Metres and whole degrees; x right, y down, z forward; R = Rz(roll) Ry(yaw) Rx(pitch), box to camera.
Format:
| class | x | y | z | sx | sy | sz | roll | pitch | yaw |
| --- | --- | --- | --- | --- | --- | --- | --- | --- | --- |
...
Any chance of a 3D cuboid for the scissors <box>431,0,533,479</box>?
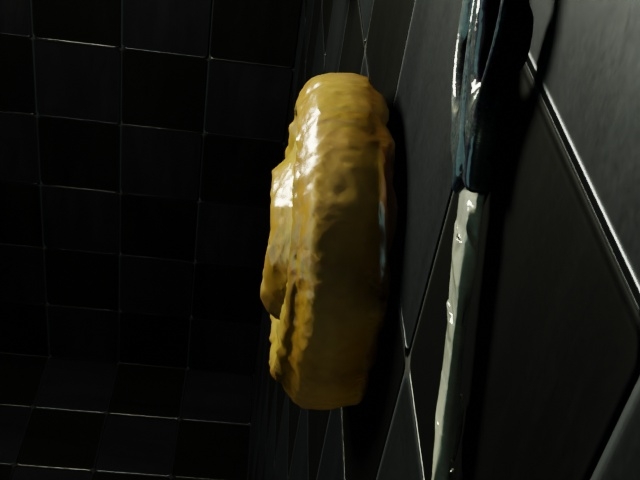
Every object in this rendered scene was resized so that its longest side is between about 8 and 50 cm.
| class | x | y | z | sx | sy | sz | roll | pitch | yaw |
| --- | --- | --- | --- | --- | --- | --- | --- | --- | --- |
| scissors | 0.073 | -0.010 | 0.438 | 0.109 | 0.022 | 0.300 | -144 | 59 | -88 |

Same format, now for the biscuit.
| class | x | y | z | sx | sy | sz | roll | pitch | yaw |
| --- | --- | --- | --- | --- | --- | --- | --- | --- | --- |
| biscuit | 0.000 | 0.000 | 0.802 | 0.296 | 0.102 | 0.296 | -176 | 90 | -84 |
